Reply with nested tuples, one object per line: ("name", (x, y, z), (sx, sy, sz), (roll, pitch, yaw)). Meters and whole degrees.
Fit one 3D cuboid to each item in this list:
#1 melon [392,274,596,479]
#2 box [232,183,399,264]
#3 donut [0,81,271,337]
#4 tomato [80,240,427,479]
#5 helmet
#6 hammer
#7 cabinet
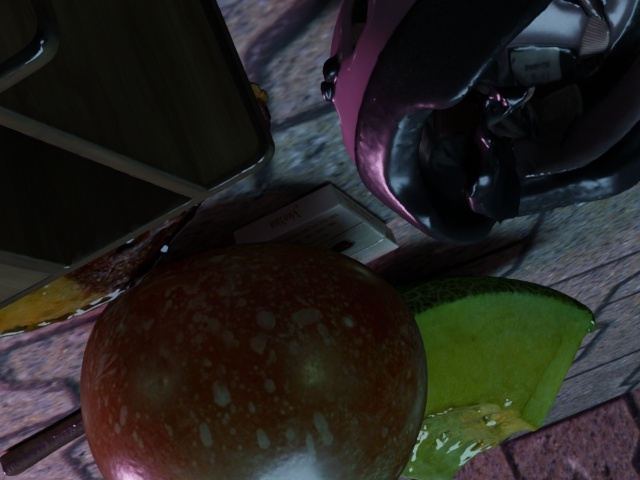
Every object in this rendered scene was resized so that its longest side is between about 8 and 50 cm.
("melon", (0.077, 0.146, 1.313), (0.331, 0.226, 0.343), (-20, 152, 30))
("box", (0.000, 0.000, 1.086), (0.090, 0.024, 0.167), (-26, 161, 13))
("donut", (-0.145, -0.031, 0.696), (0.295, 0.112, 0.151), (-28, 165, 17))
("tomato", (-0.050, 0.133, 1.018), (0.270, 0.223, 0.270), (3, 153, 1))
("helmet", (0.110, -0.111, 0.718), (0.253, 0.154, 0.198), (-34, 149, -31))
("hammer", (-0.201, 0.164, 1.304), (0.297, 0.027, 0.125), (-30, 161, 21))
("cabinet", (-0.163, -0.057, 0.533), (0.215, 0.148, 0.175), (-28, 161, 16))
